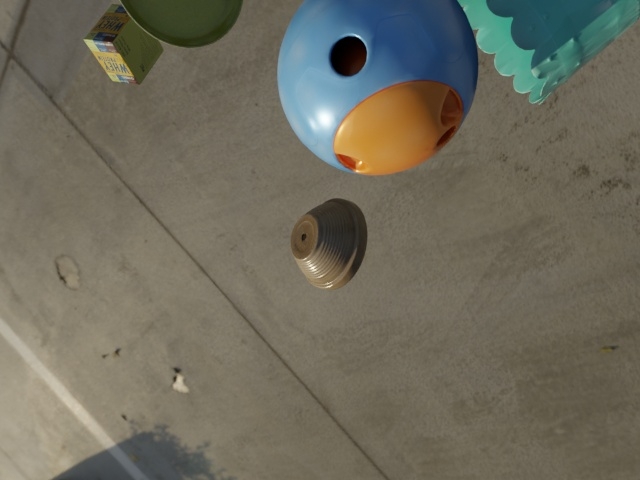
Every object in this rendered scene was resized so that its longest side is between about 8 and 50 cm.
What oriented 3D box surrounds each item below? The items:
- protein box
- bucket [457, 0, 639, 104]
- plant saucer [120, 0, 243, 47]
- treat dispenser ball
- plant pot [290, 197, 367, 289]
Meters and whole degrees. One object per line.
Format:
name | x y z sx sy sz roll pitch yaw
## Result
protein box | -0.736 -0.739 1.806 0.135 0.201 0.200 13 154 18
bucket | 0.366 -0.391 0.798 0.183 0.281 0.281 -38 95 18
plant saucer | -0.260 -0.480 0.879 0.037 0.240 0.241 21 131 58
treat dispenser ball | 0.081 -0.239 0.699 0.287 0.288 0.289 12 121 22
plant pot | 0.000 0.000 1.209 0.237 0.109 0.238 -23 61 47
